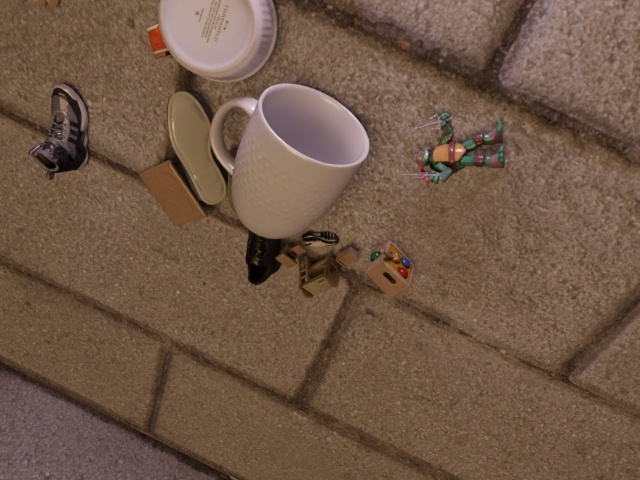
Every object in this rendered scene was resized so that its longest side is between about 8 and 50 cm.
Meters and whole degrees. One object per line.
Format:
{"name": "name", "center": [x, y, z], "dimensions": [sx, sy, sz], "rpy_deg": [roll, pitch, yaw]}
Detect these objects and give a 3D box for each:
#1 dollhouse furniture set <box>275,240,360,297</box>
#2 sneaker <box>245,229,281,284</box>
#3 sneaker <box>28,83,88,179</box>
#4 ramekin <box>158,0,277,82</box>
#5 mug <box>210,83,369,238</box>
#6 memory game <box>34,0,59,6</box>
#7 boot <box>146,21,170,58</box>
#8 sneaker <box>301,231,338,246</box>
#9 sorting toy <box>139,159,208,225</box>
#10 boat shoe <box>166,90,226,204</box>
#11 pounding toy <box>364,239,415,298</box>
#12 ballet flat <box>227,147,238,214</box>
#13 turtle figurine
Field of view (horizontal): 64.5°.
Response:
{"name": "dollhouse furniture set", "center": [-0.013, 0.066, 1.441], "dimensions": [0.161, 0.101, 0.182], "rpy_deg": [38, 133, -27]}
{"name": "sneaker", "center": [-0.166, 0.007, 1.476], "dimensions": [0.109, 0.130, 0.286], "rpy_deg": [10, 122, 15]}
{"name": "sneaker", "center": [-0.756, -0.304, 1.464], "dimensions": [0.101, 0.153, 0.268], "rpy_deg": [16, 124, 8]}
{"name": "ramekin", "center": [-0.239, -0.495, 1.152], "dimensions": [0.273, 0.127, 0.272], "rpy_deg": [2, 112, 4]}
{"name": "mug", "center": [-0.115, -0.197, 1.256], "dimensions": [0.374, 0.276, 0.328], "rpy_deg": [39, 133, 4]}
{"name": "memory game", "center": [-0.720, -0.696, 1.296], "dimensions": [0.186, 0.012, 0.186], "rpy_deg": [8, 122, 13]}
{"name": "boot", "center": [-0.364, -0.515, 1.264], "dimensions": [0.158, 0.059, 0.084], "rpy_deg": [-7, 113, 24]}
{"name": "sneaker", "center": [0.000, 0.000, 1.477], "dimensions": [0.109, 0.040, 0.043], "rpy_deg": [5, 151, 10]}
{"name": "sorting toy", "center": [-0.431, -0.139, 1.502], "dimensions": [0.208, 0.038, 0.193], "rpy_deg": [-8, 120, 47]}
{"name": "boat shoe", "center": [-0.351, -0.250, 1.388], "dimensions": [0.099, 0.116, 0.319], "rpy_deg": [29, 142, 49]}
{"name": "pounding toy", "center": [0.191, 0.065, 1.391], "dimensions": [0.141, 0.130, 0.100], "rpy_deg": [45, 123, -11]}
{"name": "ballet flat", "center": [-0.226, -0.152, 1.425], "dimensions": [0.072, 0.068, 0.213], "rpy_deg": [-12, 121, -16]}
{"name": "turtle figurine", "center": [0.308, -0.210, 1.196], "dimensions": [0.234, 0.118, 0.175], "rpy_deg": [-4, 78, 19]}
